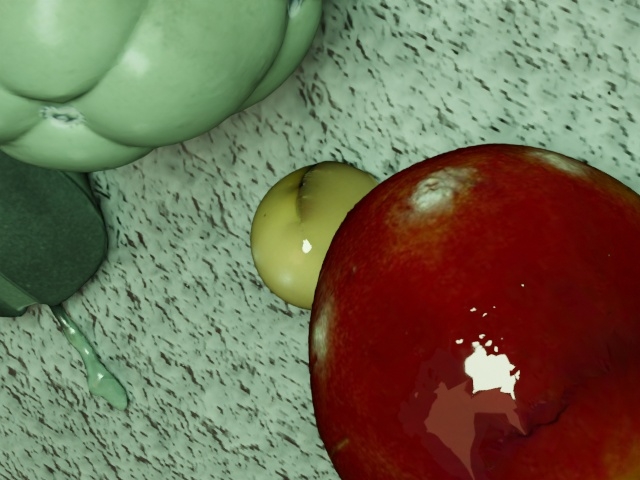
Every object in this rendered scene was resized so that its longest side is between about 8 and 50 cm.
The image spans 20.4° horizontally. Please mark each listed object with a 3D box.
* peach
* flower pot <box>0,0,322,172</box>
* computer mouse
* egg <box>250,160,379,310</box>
[{"bbox_3d":[0.078,0.048,0.771,0.197,0.197,0.197,16,121,28],"label":"peach"},{"bbox_3d":[-0.102,-0.149,0.753,0.246,0.246,0.195,32,160,18],"label":"flower pot"},{"bbox_3d":[-0.213,-0.048,0.962,0.167,0.090,0.379,-18,111,36],"label":"computer mouse"},{"bbox_3d":[0.000,0.000,0.857,0.071,0.083,0.071,8,115,17],"label":"egg"}]
